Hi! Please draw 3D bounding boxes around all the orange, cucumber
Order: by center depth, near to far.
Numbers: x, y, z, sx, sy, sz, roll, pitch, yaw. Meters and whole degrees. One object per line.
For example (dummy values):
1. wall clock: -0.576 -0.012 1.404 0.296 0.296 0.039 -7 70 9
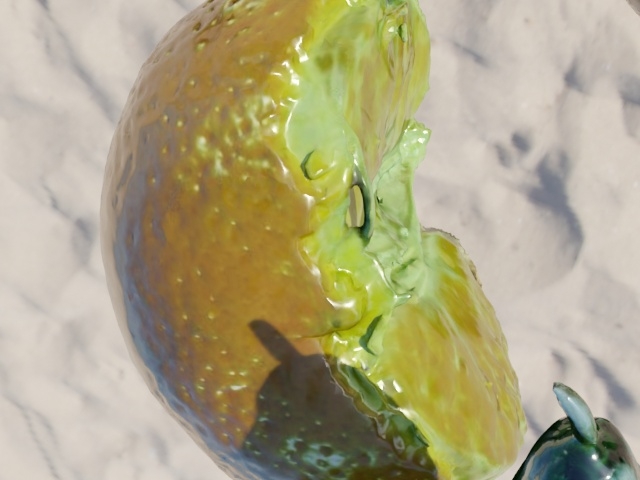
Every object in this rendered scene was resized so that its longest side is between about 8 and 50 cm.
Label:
1. cucumber: 0.085 0.132 0.456 0.056 0.056 0.250 7 129 23
2. orange: -0.006 -0.002 0.599 0.158 0.179 0.237 -5 113 21

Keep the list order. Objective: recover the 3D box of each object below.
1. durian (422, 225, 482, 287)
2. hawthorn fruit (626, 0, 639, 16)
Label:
1. durian: 0.033 0.026 0.728 0.130 0.052 0.066 10 104 56
2. hawthorn fruit: 0.311 -0.217 0.916 0.267 0.300 0.268 33 135 41
